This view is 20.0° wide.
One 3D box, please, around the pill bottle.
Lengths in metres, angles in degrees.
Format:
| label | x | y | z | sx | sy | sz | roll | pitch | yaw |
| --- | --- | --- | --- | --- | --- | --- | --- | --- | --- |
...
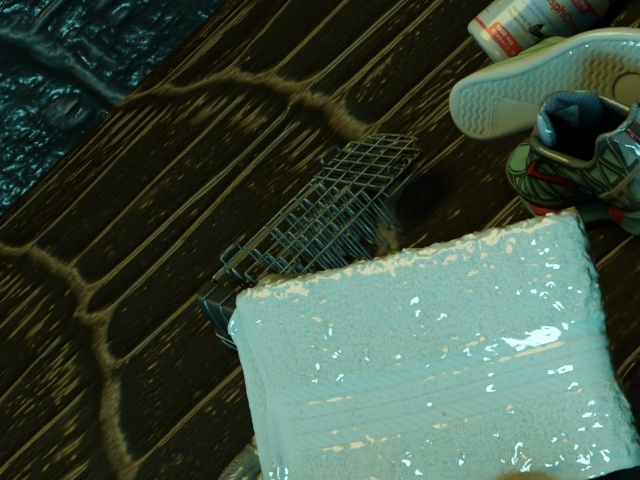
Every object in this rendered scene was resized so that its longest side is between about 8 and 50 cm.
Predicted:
| label | x | y | z | sx | sy | sz | roll | pitch | yaw |
| --- | --- | --- | --- | --- | --- | --- | --- | --- | --- |
| pill bottle | 0.234 | -0.238 | 1.846 | 0.160 | 0.087 | 0.087 | -42 | 20 | 6 |

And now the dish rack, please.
| label | x | y | z | sx | sy | sz | roll | pitch | yaw |
| --- | --- | --- | --- | --- | --- | --- | --- | --- | --- |
| dish rack | 0.000 | 0.000 | 1.847 | 0.271 | 0.074 | 0.208 | -46 | 21 | -12 |

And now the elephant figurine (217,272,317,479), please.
| label | x | y | z | sx | sy | sz | roll | pitch | yaw |
| --- | --- | --- | --- | --- | --- | --- | --- | --- | --- |
| elephant figurine | 0.006 | 0.151 | 1.430 | 0.169 | 0.186 | 0.239 | -8 | -73 | -75 |

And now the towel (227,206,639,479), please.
| label | x | y | z | sx | sy | sz | roll | pitch | yaw |
| --- | --- | --- | --- | --- | --- | --- | --- | --- | --- |
| towel | 0.073 | 0.096 | 1.279 | 0.282 | 0.187 | 0.049 | -16 | -7 | 24 |

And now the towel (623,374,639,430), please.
| label | x | y | z | sx | sy | sz | roll | pitch | yaw |
| --- | --- | --- | --- | --- | --- | --- | --- | --- | --- |
| towel | 0.234 | 0.109 | 1.264 | 0.083 | 0.009 | 0.060 | -32 | 24 | 31 |

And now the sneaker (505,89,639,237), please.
| label | x | y | z | sx | sy | sz | roll | pitch | yaw |
| --- | --- | --- | --- | --- | --- | --- | --- | --- | --- |
| sneaker | 0.222 | -0.081 | 1.497 | 0.104 | 0.125 | 0.262 | -47 | 20 | -14 |

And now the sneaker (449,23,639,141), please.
| label | x | y | z | sx | sy | sz | roll | pitch | yaw |
| --- | --- | --- | --- | --- | --- | --- | --- | --- | --- |
| sneaker | 0.257 | -0.158 | 1.644 | 0.256 | 0.094 | 0.151 | -5 | 19 | 39 |
